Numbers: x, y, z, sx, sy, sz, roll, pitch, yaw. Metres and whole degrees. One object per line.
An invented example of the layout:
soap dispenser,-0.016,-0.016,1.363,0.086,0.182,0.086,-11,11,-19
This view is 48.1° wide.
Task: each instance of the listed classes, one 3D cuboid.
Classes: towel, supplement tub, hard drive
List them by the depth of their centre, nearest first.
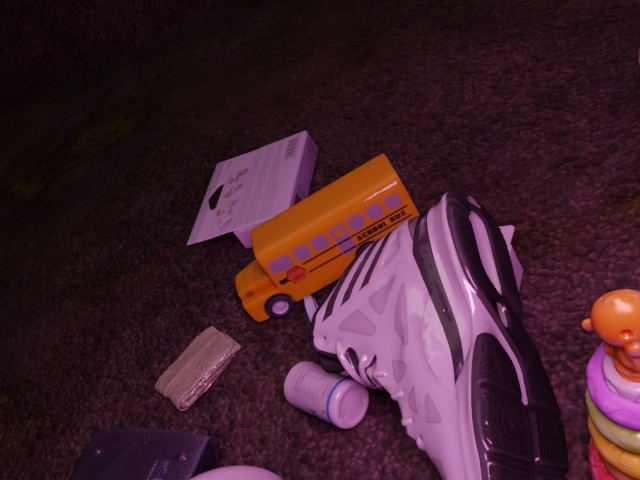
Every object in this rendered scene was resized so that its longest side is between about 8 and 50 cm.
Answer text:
supplement tub,0.008,0.214,0.999,0.107,0.071,0.071,10,54,47
hard drive,-0.278,0.367,1.070,0.255,0.054,0.172,-8,42,33
towel,-0.211,0.214,1.221,0.148,0.027,0.110,-48,36,-18

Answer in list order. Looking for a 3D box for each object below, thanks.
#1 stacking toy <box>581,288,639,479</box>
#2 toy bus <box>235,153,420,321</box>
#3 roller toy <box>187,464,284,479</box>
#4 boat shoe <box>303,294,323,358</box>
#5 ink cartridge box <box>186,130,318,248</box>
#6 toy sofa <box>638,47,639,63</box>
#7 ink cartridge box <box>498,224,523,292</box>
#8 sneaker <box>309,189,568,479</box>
stacking toy,0.297,0.141,0.639,0.175,0.301,0.165,-14,40,30
toy bus,0.000,0.000,1.208,0.333,0.130,0.108,-30,35,7
roller toy,-0.099,0.368,0.798,0.209,0.191,0.146,-36,35,-2
boat shoe,0.025,0.132,1.100,0.083,0.065,0.183,-9,21,-9
ink cartridge box,-0.137,-0.095,1.500,0.239,0.060,0.275,-17,39,26
toy sofa,0.630,-0.226,0.965,0.363,0.177,0.150,-15,15,27
ink cartridge box,0.220,0.067,1.005,0.104,0.060,0.180,-6,44,36
sneaker,0.125,0.179,0.870,0.258,0.169,0.447,-30,48,34
